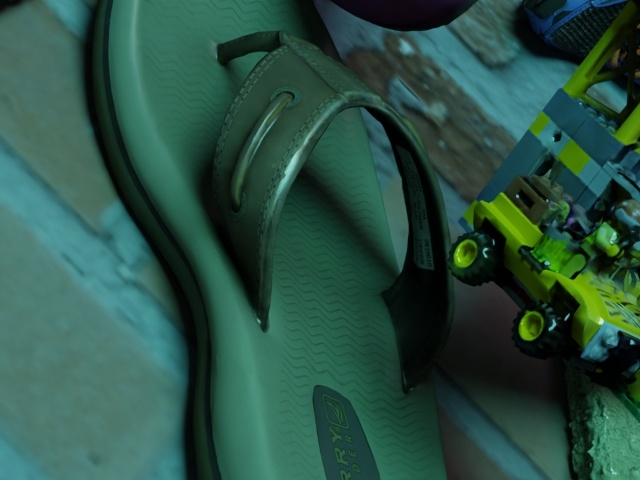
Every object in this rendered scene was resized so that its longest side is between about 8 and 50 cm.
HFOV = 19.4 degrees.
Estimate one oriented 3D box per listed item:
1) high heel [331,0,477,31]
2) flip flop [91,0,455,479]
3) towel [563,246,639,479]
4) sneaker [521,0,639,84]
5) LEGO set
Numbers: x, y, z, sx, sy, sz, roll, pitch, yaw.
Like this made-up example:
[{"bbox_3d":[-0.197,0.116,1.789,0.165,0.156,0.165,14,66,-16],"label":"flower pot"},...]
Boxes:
[{"bbox_3d":[-0.035,-0.218,0.696,0.181,0.127,0.377,34,19,-34],"label":"high heel"},{"bbox_3d":[0.000,0.000,0.585,0.112,0.080,0.277,17,45,-36],"label":"flip flop"},{"bbox_3d":[0.135,0.065,0.712,0.110,0.027,0.148,26,42,-27],"label":"towel"},{"bbox_3d":[0.184,-0.088,0.862,0.221,0.083,0.087,8,60,-38],"label":"sneaker"},{"bbox_3d":[0.217,0.002,0.595,0.331,0.192,0.255,26,17,-34],"label":"LEGO set"}]
